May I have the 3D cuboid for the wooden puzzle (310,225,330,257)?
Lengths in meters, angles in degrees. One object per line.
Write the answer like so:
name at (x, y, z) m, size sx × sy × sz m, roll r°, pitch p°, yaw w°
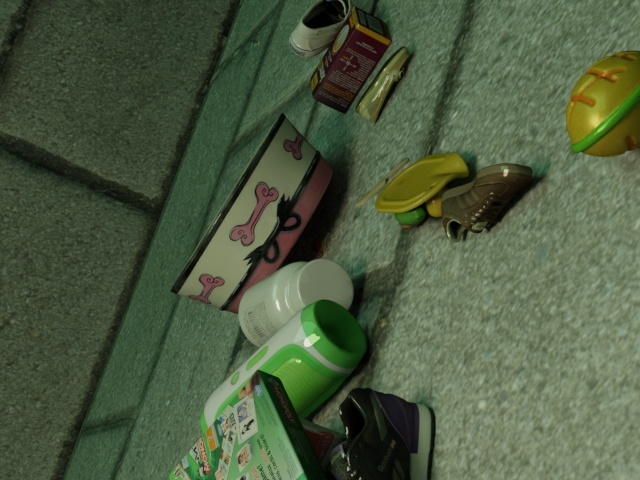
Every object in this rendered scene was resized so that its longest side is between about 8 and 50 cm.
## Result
wooden puzzle at (0.000, 0.000, 1.938) m, size 0.049 × 0.006 × 0.083 m, roll -63°, pitch 19°, yaw 8°

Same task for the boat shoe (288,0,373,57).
boat shoe at (0.032, -0.488, 2.173) m, size 0.267 × 0.096 × 0.088 m, roll -38°, pitch -14°, yaw -35°

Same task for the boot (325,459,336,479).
boot at (0.006, 0.394, 1.347) m, size 0.236 × 0.085 × 0.179 m, roll -59°, pitch 7°, yaw 49°

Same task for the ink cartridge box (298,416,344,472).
ink cartridge box at (-0.059, 0.358, 1.431) m, size 0.158 × 0.092 × 0.218 m, roll 43°, pitch -112°, yaw -72°

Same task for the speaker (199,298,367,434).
speaker at (-0.062, 0.223, 1.602) m, size 0.296 × 0.131 × 0.131 m, roll -45°, pitch 27°, yaw 28°

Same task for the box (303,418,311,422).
box at (-0.047, 0.328, 1.647) m, size 0.083 × 0.018 × 0.067 m, roll -34°, pitch 36°, yaw 57°

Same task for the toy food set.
toy food set at (0.154, -0.065, 1.534) m, size 0.128 × 0.071 × 0.218 m, roll -45°, pitch 17°, yaw -13°

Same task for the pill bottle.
pill bottle at (-0.040, 0.107, 1.722) m, size 0.229 × 0.131 × 0.131 m, roll -31°, pitch 39°, yaw 60°

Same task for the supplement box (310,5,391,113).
supplement box at (0.060, -0.375, 2.118) m, size 0.188 × 0.080 × 0.104 m, roll -56°, pitch 21°, yaw 27°

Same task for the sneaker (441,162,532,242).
sneaker at (0.221, -0.047, 1.347) m, size 0.188 × 0.066 × 0.071 m, roll 147°, pitch 126°, yaw -66°

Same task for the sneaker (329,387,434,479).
sneaker at (0.061, 0.305, 1.224) m, size 0.107 × 0.124 × 0.283 m, roll -51°, pitch 24°, yaw 37°

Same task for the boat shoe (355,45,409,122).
boat shoe at (0.125, -0.295, 1.920) m, size 0.153 × 0.048 × 0.056 m, roll -55°, pitch 9°, yaw 11°

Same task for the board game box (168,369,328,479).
board game box at (-0.080, 0.345, 1.282) m, size 0.213 × 0.046 × 0.317 m, roll -51°, pitch 39°, yaw 17°

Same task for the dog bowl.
dog bowl at (-0.123, -0.036, 1.973) m, size 0.408 × 0.150 × 0.408 m, roll -57°, pitch 6°, yaw 9°

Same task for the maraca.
maraca at (0.334, -0.161, 1.114) m, size 0.186 × 0.099 × 0.127 m, roll -48°, pitch 4°, yaw -31°
